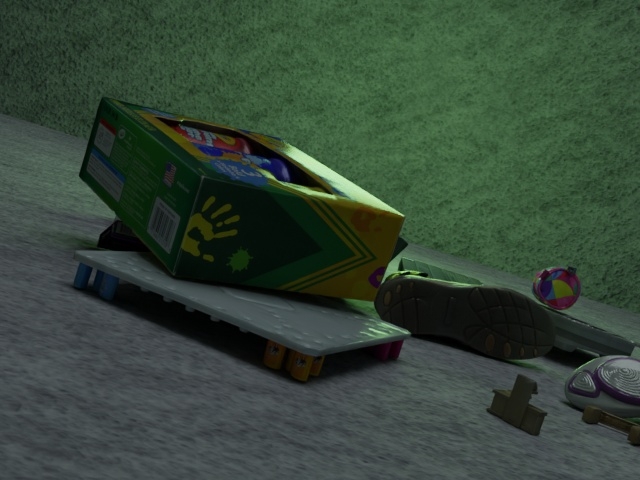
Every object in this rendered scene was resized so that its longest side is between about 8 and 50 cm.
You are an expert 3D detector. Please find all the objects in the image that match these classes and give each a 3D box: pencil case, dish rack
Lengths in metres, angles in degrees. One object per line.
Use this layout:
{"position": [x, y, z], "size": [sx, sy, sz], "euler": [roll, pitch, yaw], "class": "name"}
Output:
{"position": [0.540, 0.106, 2.319], "size": [0.104, 0.104, 0.236], "euler": [18, -1, 9], "class": "pencil case"}
{"position": [0.520, 0.192, 2.211], "size": [0.285, 0.072, 0.333], "euler": [24, 2, 43], "class": "dish rack"}

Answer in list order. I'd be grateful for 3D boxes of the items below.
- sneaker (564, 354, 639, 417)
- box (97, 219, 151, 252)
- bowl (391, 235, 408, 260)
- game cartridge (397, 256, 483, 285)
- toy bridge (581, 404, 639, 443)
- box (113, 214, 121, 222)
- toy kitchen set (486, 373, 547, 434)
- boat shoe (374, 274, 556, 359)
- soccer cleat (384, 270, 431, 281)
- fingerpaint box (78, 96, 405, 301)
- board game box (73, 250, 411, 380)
{"position": [0.553, 0.268, 1.656], "size": [0.305, 0.152, 0.114], "euler": [0, 45, 0], "class": "sneaker"}
{"position": [-0.304, 0.002, 1.688], "size": [0.116, 0.029, 0.162], "euler": [14, -14, -20], "class": "box"}
{"position": [0.000, 0.000, 1.989], "size": [0.311, 0.163, 0.311], "euler": [30, -3, 2], "class": "bowl"}
{"position": [0.307, 0.114, 2.518], "size": [0.230, 0.068, 0.355], "euler": [21, 6, 2], "class": "game cartridge"}
{"position": [0.483, 0.293, 1.508], "size": [0.063, 0.026, 0.188], "euler": [15, 6, -45], "class": "toy bridge"}
{"position": [-0.305, -0.060, 2.088], "size": [0.203, 0.114, 0.103], "euler": [19, 6, 4], "class": "box"}
{"position": [0.293, 0.223, 1.403], "size": [0.075, 0.068, 0.083], "euler": [12, 8, -44], "class": "toy kitchen set"}
{"position": [0.270, 0.131, 1.895], "size": [0.355, 0.132, 0.130], "euler": [17, 4, -10], "class": "boat shoe"}
{"position": [0.221, 0.130, 2.048], "size": [0.289, 0.093, 0.121], "euler": [14, -28, -40], "class": "soccer cleat"}
{"position": [-0.142, -0.077, 1.667], "size": [0.371, 0.163, 0.445], "euler": [10, 16, -34], "class": "fingerpaint box"}
{"position": [-0.105, 0.101, 1.484], "size": [0.390, 0.050, 0.390], "euler": [19, 6, 23], "class": "board game box"}
